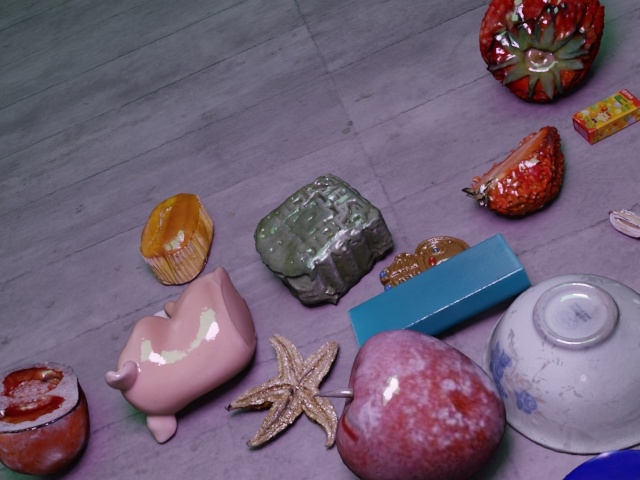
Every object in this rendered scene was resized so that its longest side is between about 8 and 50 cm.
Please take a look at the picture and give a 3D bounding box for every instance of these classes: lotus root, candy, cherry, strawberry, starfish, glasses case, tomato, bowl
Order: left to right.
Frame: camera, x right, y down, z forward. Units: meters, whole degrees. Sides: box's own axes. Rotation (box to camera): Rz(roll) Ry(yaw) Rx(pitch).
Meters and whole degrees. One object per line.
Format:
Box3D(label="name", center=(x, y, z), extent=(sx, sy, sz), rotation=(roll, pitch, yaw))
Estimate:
Box3D(label="tomato", center=(-0.497, 0.332, 1.414), extent=(0.180, 0.155, 0.214), rotation=(-13, 24, -9))
Box3D(label="starfish", center=(-0.044, 0.261, 1.358), extent=(0.227, 0.043, 0.240), rotation=(-36, 49, -6))
Box3D(label="cherry", center=(0.126, 0.250, 1.179), extent=(0.285, 0.213, 0.236), rotation=(7, 78, 1))
Box3D(label="glasses case", center=(0.200, 0.104, 1.357), extent=(0.301, 0.070, 0.117), rotation=(-29, 33, 9))
Box3D(label="strawberry", center=(0.384, -0.114, 1.472), extent=(0.236, 0.107, 0.175), rotation=(-35, 9, -10))
Box3D(label="strawberry", center=(0.456, -0.438, 1.625), extent=(0.250, 0.238, 0.288), rotation=(-24, 31, 30))
Box3D(label="bowl", center=(0.388, 0.148, 1.198), extent=(0.313, 0.146, 0.313), rotation=(-12, 48, 14))
Box3D(label="candy", center=(0.557, -0.240, 1.542), extent=(0.122, 0.038, 0.062), rotation=(-27, 45, -1))
Box3D(label="lotus root", center=(0.535, -0.027, 1.369), extent=(0.037, 0.030, 0.083), rotation=(-18, 39, -38))

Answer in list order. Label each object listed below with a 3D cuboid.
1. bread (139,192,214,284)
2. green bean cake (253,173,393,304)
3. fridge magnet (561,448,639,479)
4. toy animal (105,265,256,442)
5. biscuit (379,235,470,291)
Box3D(label="bread", center=(-0.303, -0.010, 1.671), extent=(0.132, 0.114, 0.190), rotation=(-12, 42, 17))
Box3D(label="green bean cake", center=(0.000, 0.000, 1.521), extent=(0.227, 0.125, 0.222), rotation=(-40, 46, -6))
Box3D(label="fridge magnet", center=(0.409, 0.390, 0.996), extent=(0.265, 0.113, 0.265), rotation=(-12, 48, 14))
Box3D(label="toy animal", center=(-0.244, 0.184, 1.414), extent=(0.256, 0.195, 0.213), rotation=(-32, 38, -2))
Box3D(label="biscuit", center=(0.194, 0.050, 1.453), extent=(0.175, 0.026, 0.124), rotation=(-23, 45, 3))
